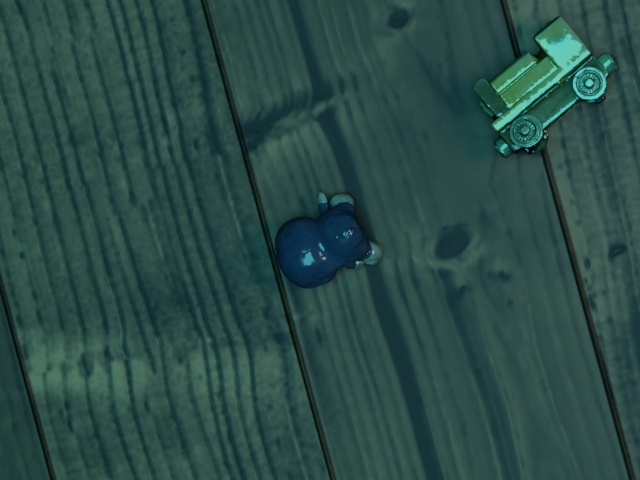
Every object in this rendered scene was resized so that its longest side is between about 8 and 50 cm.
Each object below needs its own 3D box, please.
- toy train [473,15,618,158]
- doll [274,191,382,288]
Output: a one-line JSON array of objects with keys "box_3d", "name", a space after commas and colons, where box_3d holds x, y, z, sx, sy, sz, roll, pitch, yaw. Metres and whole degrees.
[{"box_3d": [0.185, -0.125, 1.232, 0.122, 0.050, 0.081, -38, 81, 10], "name": "toy train"}, {"box_3d": [0.000, 0.000, 1.271, 0.083, 0.050, 0.076, -28, 83, 12], "name": "doll"}]
